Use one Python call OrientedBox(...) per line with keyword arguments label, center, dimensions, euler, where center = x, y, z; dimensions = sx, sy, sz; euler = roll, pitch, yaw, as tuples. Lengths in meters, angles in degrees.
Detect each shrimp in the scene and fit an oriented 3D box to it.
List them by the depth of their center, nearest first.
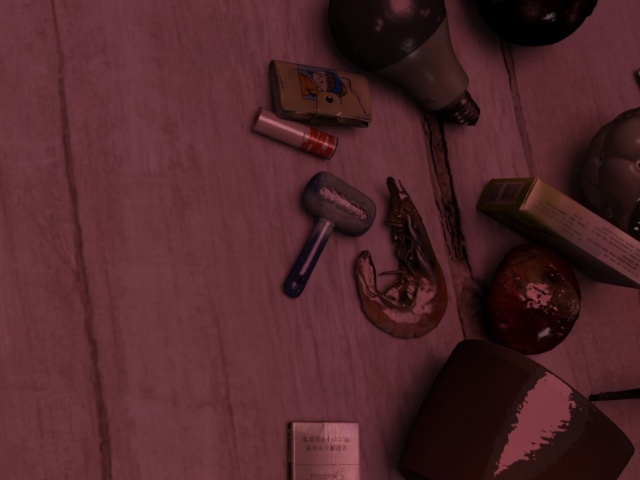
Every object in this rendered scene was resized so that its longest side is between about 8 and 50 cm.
OrientedBox(label="shrimp", center=(0.117, 0.028, 1.753), dimensions=(0.143, 0.052, 0.251), euler=(-13, 84, -21))

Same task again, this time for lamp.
OrientedBox(label="lamp", center=(0.130, -0.304, 1.798), dimensions=(0.182, 0.182, 0.314), euler=(-51, 133, -23))

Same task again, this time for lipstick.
OrientedBox(label="lipstick", center=(-0.039, -0.163, 1.737), dimensions=(0.130, 0.038, 0.038), euler=(21, 71, -17))

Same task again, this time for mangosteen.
OrientedBox(label="mangosteen", center=(0.330, -0.438, 1.869), dimensions=(0.265, 0.228, 0.228), euler=(25, 66, 19))

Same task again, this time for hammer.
OrientedBox(label="hammer", center=(0.000, 0.000, 1.710), dimensions=(0.116, 0.069, 0.194), euler=(31, 77, -14))

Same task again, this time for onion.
OrientedBox(label="onion", center=(0.348, 0.096, 1.780), dimensions=(0.184, 0.147, 0.184), euler=(-7, 101, -41))

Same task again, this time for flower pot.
OrientedBox(label="flower pot", center=(0.550, -0.104, 1.860), dimensions=(0.246, 0.246, 0.195), euler=(14, 41, -19))

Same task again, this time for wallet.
OrientedBox(label="wallet", center=(0.002, -0.226, 1.751), dimensions=(0.155, 0.039, 0.110), euler=(5, 52, -21))

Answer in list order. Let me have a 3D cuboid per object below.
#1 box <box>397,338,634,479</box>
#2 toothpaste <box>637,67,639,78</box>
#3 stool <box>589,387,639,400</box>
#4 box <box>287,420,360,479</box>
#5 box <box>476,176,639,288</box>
OrientedBox(label="box", center=(0.265, 0.307, 1.637), dimensions=(0.301, 0.301, 0.216), euler=(41, 74, -9))
OrientedBox(label="toothpaste", center=(0.618, -0.220, 2.022), dimensions=(0.057, 0.035, 0.197), euler=(-17, 82, -30))
OrientedBox(label="stool", center=(0.595, 0.356, 1.811), dimensions=(0.269, 0.170, 0.244), euler=(2, 77, -22))
OrientedBox(label="box", center=(0.006, 0.361, 1.646), dimensions=(0.109, 0.029, 0.198), euler=(4, 76, -21))
OrientedBox(label="box", center=(0.394, -0.012, 1.802), dimensions=(0.260, 0.175, 0.062), euler=(29, 85, -14))
